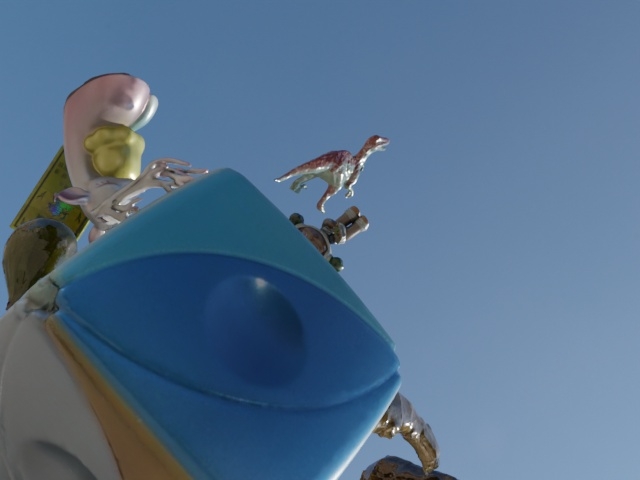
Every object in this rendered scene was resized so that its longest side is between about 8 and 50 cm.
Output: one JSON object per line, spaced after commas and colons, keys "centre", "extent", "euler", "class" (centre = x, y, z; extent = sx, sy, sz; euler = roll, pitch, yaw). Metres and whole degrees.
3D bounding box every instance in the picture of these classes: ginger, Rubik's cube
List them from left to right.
{"centre": [-0.166, 0.170, 0.928], "extent": [0.352, 0.351, 0.347], "euler": [49, -49, -4], "class": "Rubik's cube"}
{"centre": [0.145, 0.346, 1.513], "extent": [0.086, 0.131, 0.294], "euler": [-32, -57, 20], "class": "ginger"}
{"centre": [0.204, 0.507, 1.648], "extent": [0.309, 0.107, 0.133], "euler": [2, -30, 40], "class": "ginger"}

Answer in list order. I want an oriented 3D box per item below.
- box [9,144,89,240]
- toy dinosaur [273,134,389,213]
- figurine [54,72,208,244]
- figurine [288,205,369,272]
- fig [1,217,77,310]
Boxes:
{"centre": [-0.574, -0.085, 1.821], "extent": [0.141, 0.064, 0.220], "euler": [32, -92, -11], "class": "box"}
{"centre": [0.014, -0.129, 1.430], "extent": [0.053, 0.242, 0.167], "euler": [45, -68, 33], "class": "toy dinosaur"}
{"centre": [-0.311, -0.116, 1.363], "extent": [0.285, 0.206, 0.315], "euler": [-8, -107, 6], "class": "figurine"}
{"centre": [0.000, 0.000, 1.502], "extent": [0.147, 0.197, 0.093], "euler": [48, -13, 21], "class": "figurine"}
{"centre": [-0.520, 0.037, 1.444], "extent": [0.133, 0.185, 0.126], "euler": [-23, -79, 26], "class": "fig"}
